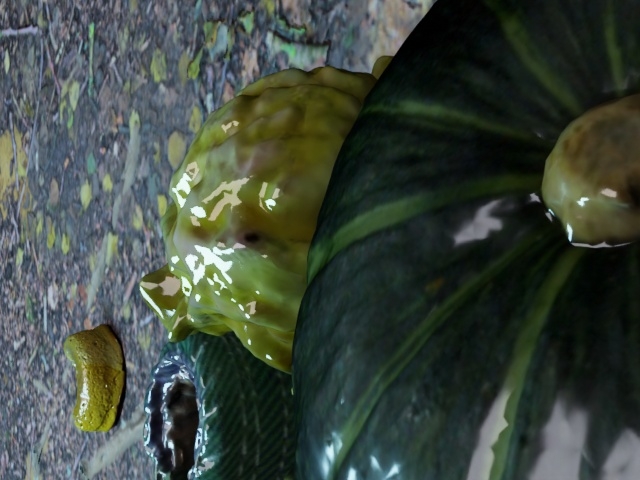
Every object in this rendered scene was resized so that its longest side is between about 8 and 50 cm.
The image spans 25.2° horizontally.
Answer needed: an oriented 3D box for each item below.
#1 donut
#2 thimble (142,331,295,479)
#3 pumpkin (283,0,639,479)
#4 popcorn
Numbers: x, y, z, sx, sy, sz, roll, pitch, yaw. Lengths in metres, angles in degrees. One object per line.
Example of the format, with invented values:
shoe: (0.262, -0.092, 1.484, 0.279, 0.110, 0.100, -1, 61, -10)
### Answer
donut: (-0.197, 0.121, 1.231, 0.067, 0.038, 0.083, 39, 121, 49)
thimble: (-0.060, 0.122, 0.952, 0.118, 0.090, 0.135, 60, 140, 44)
pumpkin: (0.140, 0.027, 0.428, 0.323, 0.241, 0.323, -29, 42, 30)
popcorn: (0.000, -0.001, 0.772, 0.167, 0.185, 0.187, -105, 21, -56)
